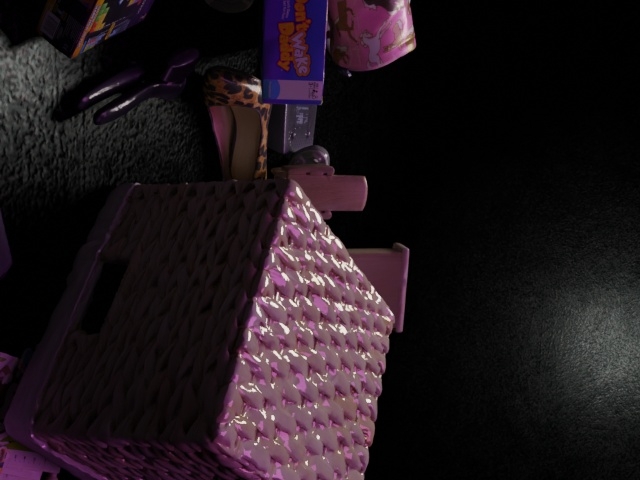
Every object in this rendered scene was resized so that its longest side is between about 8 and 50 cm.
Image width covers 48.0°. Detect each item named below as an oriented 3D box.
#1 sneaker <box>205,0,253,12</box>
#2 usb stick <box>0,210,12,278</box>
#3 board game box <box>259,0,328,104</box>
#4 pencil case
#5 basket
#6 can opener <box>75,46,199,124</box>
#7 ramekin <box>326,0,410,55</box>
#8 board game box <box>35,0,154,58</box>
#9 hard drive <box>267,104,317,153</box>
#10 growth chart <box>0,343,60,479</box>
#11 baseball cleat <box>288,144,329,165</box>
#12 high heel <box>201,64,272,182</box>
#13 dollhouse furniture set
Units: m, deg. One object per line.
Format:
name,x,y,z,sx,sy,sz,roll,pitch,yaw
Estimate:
sneaker,-0.118,-0.435,0.919,0.115,0.105,0.281,-67,160,-47
usb stick,-0.308,-0.081,0.587,0.077,0.045,0.278,-51,146,-57
board game box,-0.044,-0.351,1.008,0.347,0.078,0.233,-101,-167,-63
pencil case,0.049,-0.486,1.226,0.160,0.167,0.386,-104,177,-57
basket,-0.109,0.137,0.834,0.331,0.266,0.328,53,41,-44
can opener,-0.215,-0.182,0.833,0.186,0.059,0.073,-44,168,-49
ramekin,0.106,-0.529,1.551,0.277,0.135,0.277,9,90,-73
board game box,-0.193,-0.274,0.704,0.170,0.048,0.141,-47,-174,38
hard drive,-0.049,-0.290,1.310,0.172,0.054,0.255,-29,126,-69
growth chart,-0.320,0.192,0.739,0.237,0.021,0.172,31,68,-73
baseball cleat,-0.023,-0.142,1.360,0.109,0.072,0.206,-61,-173,-30
high heel,-0.127,-0.141,1.065,0.261,0.093,0.186,41,56,-78
dollhouse furniture set,0.000,0.000,1.219,0.303,0.198,0.286,-141,-127,-69
